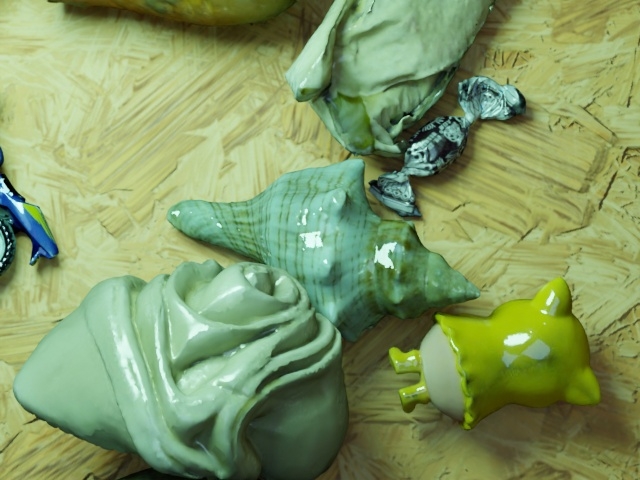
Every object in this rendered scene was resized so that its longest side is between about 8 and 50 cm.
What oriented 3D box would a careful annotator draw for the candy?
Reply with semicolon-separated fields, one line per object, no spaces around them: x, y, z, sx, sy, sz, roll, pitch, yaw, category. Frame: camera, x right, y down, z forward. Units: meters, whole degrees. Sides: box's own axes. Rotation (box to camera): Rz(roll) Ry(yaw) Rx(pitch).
0.158;-0.120;1.209;0.226;0.051;0.094;-41;86;-4;candy

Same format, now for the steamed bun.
-0.124;0.120;1.040;0.324;0.309;0.219;17;90;36;steamed bun

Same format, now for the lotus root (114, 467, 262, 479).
-0.159;0.353;0.997;0.250;0.346;0.250;0;90;27;lotus root

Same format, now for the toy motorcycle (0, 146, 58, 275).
-0.440;-0.098;1.192;0.169;0.113;0.315;-30;92;-12;toy motorcycle

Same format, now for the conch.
0.002;-0.004;1.139;0.386;0.169;0.203;23;70;4;conch

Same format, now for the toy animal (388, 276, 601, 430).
0.199;0.140;1.128;0.229;0.156;0.156;-16;82;3;toy animal

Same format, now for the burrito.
0.083;-0.263;1.183;0.135;0.190;0.332;22;77;48;burrito

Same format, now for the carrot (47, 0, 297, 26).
-0.180;-0.376;1.166;0.340;0.224;0.224;8;82;6;carrot
